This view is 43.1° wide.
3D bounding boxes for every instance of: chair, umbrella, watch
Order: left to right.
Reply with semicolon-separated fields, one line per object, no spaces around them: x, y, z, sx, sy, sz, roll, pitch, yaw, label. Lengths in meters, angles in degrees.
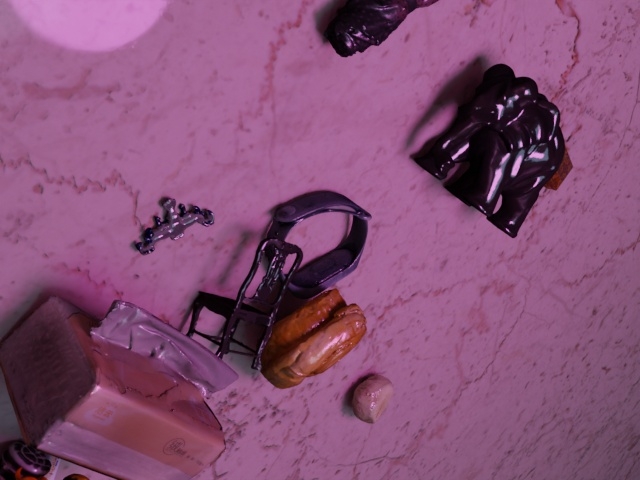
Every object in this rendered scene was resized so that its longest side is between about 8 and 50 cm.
-0.130;0.096;1.378;0.106;0.113;0.229;21;90;-47;chair
0.000;0.000;1.462;0.206;0.068;0.193;-28;133;-23;watch
0.143;-0.409;1.307;0.326;0.090;0.094;-41;133;-14;umbrella

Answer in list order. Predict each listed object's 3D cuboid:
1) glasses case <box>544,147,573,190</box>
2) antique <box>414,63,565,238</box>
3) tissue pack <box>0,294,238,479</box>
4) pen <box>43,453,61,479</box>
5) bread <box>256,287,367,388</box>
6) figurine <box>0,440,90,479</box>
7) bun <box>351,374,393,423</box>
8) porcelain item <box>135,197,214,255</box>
0.492;-0.203;1.780;0.075;0.049;0.218;-53;138;-11;glasses case
0.350;-0.180;1.579;0.255;0.185;0.322;-52;139;9;antique
-0.282;0.216;1.221;0.238;0.238;0.305;-51;137;-4;tissue pack
-0.464;0.422;1.344;0.033;0.033;0.269;7;110;-44;pen
-0.021;0.183;1.468;0.198;0.120;0.236;-34;175;-22;bread
-0.462;0.450;1.147;0.320;0.323;0.196;-19;126;-32;figurine
0.109;0.346;1.779;0.115;0.069;0.115;-47;154;-31;bun
-0.230;-0.034;1.264;0.136;0.021;0.075;-27;131;-27;porcelain item
